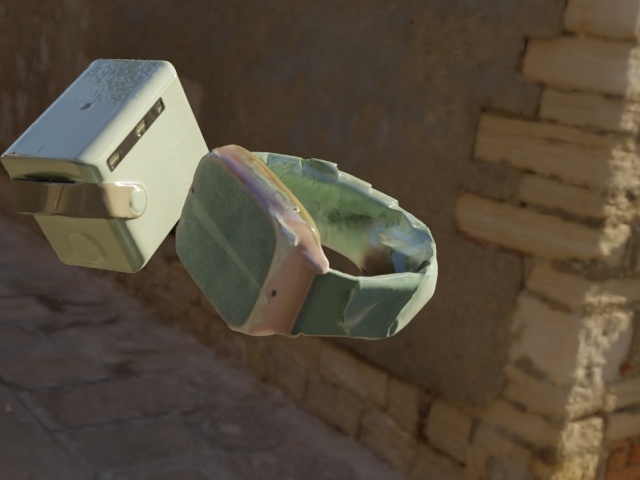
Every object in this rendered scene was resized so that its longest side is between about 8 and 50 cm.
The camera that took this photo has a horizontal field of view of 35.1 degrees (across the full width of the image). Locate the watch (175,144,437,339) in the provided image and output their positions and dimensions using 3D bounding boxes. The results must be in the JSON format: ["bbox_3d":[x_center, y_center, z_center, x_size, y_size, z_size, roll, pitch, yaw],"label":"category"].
[{"bbox_3d":[0.000,0.000,1.108,0.241,0.162,0.253,-8,45,-40],"label":"watch"}]

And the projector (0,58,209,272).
[{"bbox_3d":[-0.260,-0.087,1.240,0.163,0.177,0.243,4,44,28],"label":"projector"}]
